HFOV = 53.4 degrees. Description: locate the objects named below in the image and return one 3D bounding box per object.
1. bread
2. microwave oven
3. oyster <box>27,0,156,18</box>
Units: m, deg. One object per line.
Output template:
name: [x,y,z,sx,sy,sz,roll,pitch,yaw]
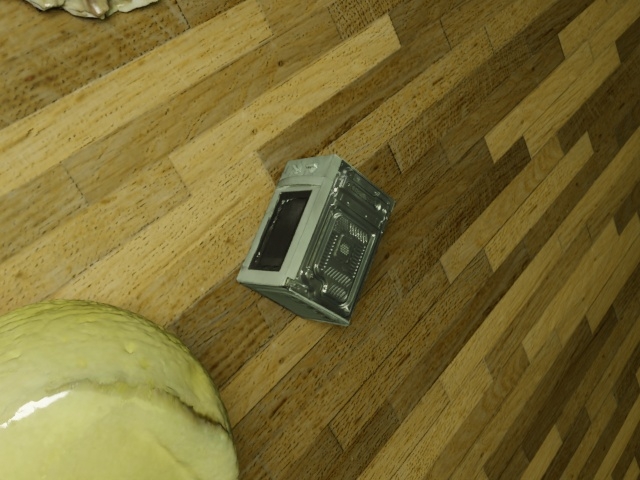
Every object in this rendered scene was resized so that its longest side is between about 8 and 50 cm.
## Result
bread: [-0.250,0.218,0.665,0.321,0.237,0.320,-7,102,-33]
microwave oven: [0.000,0.000,0.934,0.162,0.123,0.208,33,70,-34]
oyster: [-0.282,-0.376,0.690,0.351,0.115,0.237,2,90,-56]
